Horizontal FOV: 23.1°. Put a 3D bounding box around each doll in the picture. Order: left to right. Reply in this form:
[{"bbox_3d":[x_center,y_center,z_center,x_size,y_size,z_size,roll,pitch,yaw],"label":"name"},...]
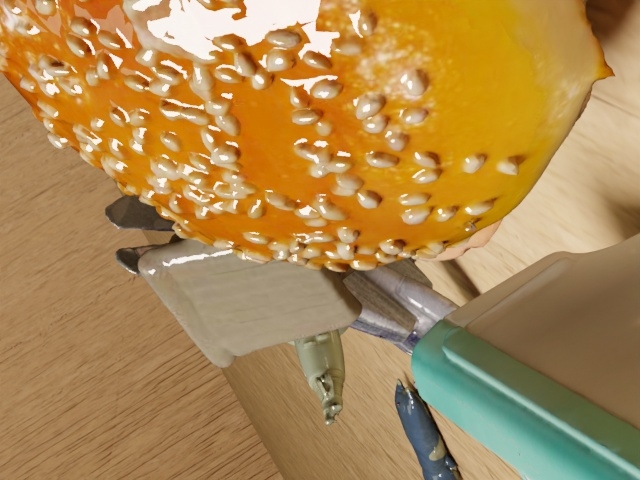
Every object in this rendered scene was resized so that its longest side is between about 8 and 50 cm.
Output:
[{"bbox_3d":[0.088,0.165,1.299,0.037,0.027,0.125,42,158,57],"label":"doll"}]

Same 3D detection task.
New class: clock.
[{"bbox_3d":[0.167,0.120,0.538,0.231,0.116,0.262,56,173,-17],"label":"clock"}]

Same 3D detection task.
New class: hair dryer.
[{"bbox_3d":[-0.015,0.037,1.138,0.237,0.075,0.206,-106,-1,-52],"label":"hair dryer"}]

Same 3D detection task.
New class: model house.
[{"bbox_3d":[-0.017,-0.044,0.769,0.122,0.188,0.229,32,157,34],"label":"model house"}]

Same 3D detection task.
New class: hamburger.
[{"bbox_3d":[-0.012,-0.080,0.520,0.237,0.147,0.237,16,160,6],"label":"hamburger"}]

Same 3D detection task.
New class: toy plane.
[{"bbox_3d":[0.011,0.024,0.924,0.267,0.212,0.088,39,130,-7],"label":"toy plane"}]

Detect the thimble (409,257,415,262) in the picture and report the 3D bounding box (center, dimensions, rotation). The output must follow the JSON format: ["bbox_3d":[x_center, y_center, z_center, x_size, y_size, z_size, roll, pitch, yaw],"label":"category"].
[{"bbox_3d":[0.000,0.000,1.034,0.102,0.090,0.115,65,171,-19],"label":"thimble"}]
